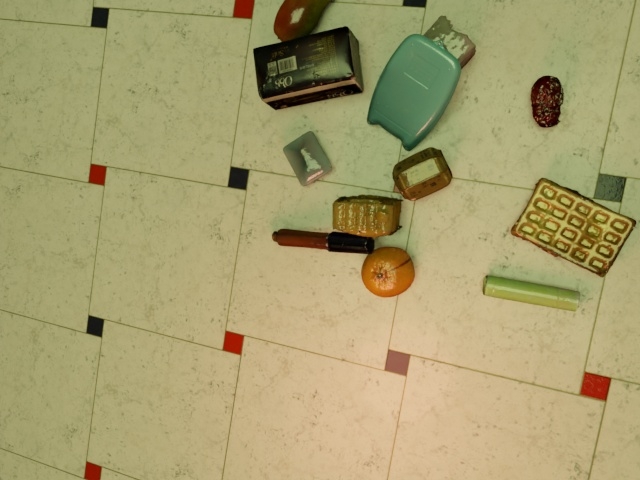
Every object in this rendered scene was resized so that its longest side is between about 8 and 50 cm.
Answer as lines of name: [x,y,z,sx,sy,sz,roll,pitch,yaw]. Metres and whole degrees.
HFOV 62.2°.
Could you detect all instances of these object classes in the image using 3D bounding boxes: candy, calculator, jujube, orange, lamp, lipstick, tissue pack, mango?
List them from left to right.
mango: [-0.060,-0.853,1.947,0.146,0.129,0.289,36,93,14]
candy: [-0.051,-0.307,1.995,0.138,0.071,0.174,-30,84,16]
tissue pack: [-0.046,-0.613,1.914,0.370,0.198,0.209,-6,94,17]
lipstick: [0.000,0.000,1.952,0.419,0.077,0.077,5,94,31]
orange: [0.238,0.112,1.886,0.193,0.161,0.193,2,101,10]
calculator: [0.310,-0.503,1.803,0.256,0.054,0.386,38,129,11]
lamp: [0.353,-0.228,1.841,0.185,0.161,0.161,-24,86,18]
candy: [0.406,-0.640,1.813,0.195,0.137,0.185,-44,81,16]
lipstick: [0.706,0.178,1.798,0.304,0.076,0.076,10,95,15]
jujube: [0.738,-0.455,1.746,0.104,0.104,0.165,3,102,16]

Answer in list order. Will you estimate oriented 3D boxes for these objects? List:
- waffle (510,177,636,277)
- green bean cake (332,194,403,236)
waffle: [0.823,-0.046,1.743,0.328,0.098,0.224,29,99,15]
green bean cake: [0.167,-0.088,1.864,0.224,0.230,0.131,5,101,18]
